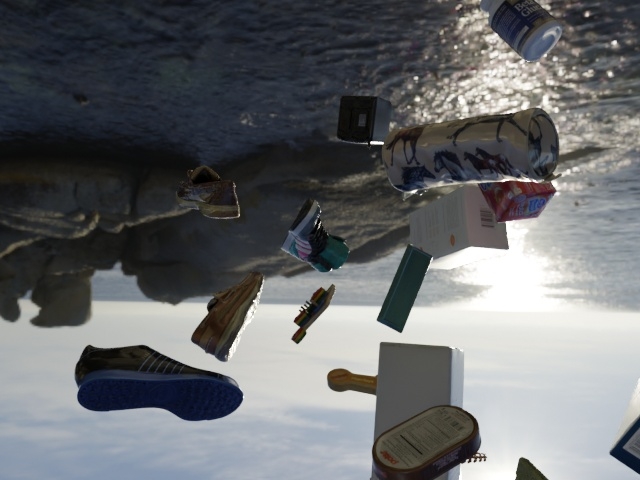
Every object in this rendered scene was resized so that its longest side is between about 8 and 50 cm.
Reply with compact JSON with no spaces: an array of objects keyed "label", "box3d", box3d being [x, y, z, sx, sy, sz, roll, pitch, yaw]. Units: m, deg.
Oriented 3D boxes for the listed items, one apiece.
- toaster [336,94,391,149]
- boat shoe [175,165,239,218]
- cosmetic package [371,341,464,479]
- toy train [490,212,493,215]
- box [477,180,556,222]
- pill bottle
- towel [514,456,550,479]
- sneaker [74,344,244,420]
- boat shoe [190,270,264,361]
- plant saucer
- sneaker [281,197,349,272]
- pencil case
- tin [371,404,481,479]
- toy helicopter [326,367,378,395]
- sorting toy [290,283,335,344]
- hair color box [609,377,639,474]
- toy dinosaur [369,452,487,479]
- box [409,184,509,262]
[{"label":"toaster","box3d":[0.151,-0.417,1.885,0.168,0.185,0.110,15,-166,43]},{"label":"boat shoe","box3d":[-0.321,-0.150,1.509,0.123,0.123,0.342,-5,-164,-29]},{"label":"cosmetic package","box3d":[0.217,0.458,1.173,0.162,0.453,0.230,1,168,22]},{"label":"toy train","box3d":[0.587,-0.079,1.735,0.083,0.017,0.023,10,-154,-27]},{"label":"box","box3d":[0.514,-0.186,1.476,0.128,0.256,0.122,-7,145,-13]},{"label":"pill bottle","box3d":[0.415,-0.464,1.126,0.094,0.169,0.094,-26,154,-14]},{"label":"towel","box3d":[0.430,0.513,1.055,0.027,0.110,0.148,1,-160,-19]},{"label":"sneaker","box3d":[-0.221,0.191,0.754,0.232,0.081,0.090,18,-160,-32]},{"label":"boat shoe","box3d":[-0.231,0.169,1.374,0.116,0.123,0.324,20,-152,2]},{"label":"plant saucer","box3d":[0.189,0.104,1.179,0.067,0.192,0.018,28,164,-10]},{"label":"sneaker","box3d":[0.000,0.000,1.470,0.178,0.123,0.295,29,159,-2]},{"label":"pencil case","box3d":[0.356,-0.205,1.297,0.410,0.183,0.160,0,-147,43]},{"label":"tin","box3d":[0.168,0.323,0.854,0.190,0.040,0.106,-19,-163,-24]},{"label":"toy helicopter","box3d":[0.197,0.437,1.647,0.355,0.140,0.235,6,-152,15]},{"label":"sorting toy","box3d":[-0.020,0.195,1.597,0.046,0.132,0.274,40,-159,-3]},{"label":"hair color box","box3d":[0.844,0.408,1.324,0.105,0.173,0.347,33,-142,26]},{"label":"toy dinosaur","box3d":[0.308,0.676,1.521,0.322,0.218,0.164,-30,160,27]},{"label":"box","box3d":[0.483,-0.036,1.916,0.168,0.215,0.345,5,165,-23]}]
